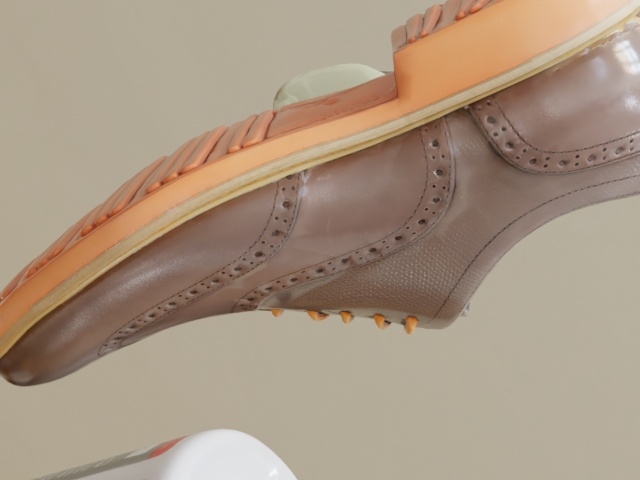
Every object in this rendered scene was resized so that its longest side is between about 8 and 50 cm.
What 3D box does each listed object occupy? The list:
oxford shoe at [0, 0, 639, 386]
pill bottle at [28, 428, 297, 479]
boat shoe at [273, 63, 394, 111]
[{"bbox_3d":[0.000,0.000,0.735,0.364,0.130,0.132,-26,-78,17],"label":"oxford shoe"},{"bbox_3d":[-0.152,0.225,1.001,0.283,0.161,0.161,-19,-88,31],"label":"pill bottle"},{"bbox_3d":[0.041,-0.070,0.871,0.133,0.042,0.048,-4,-102,2],"label":"boat shoe"}]
